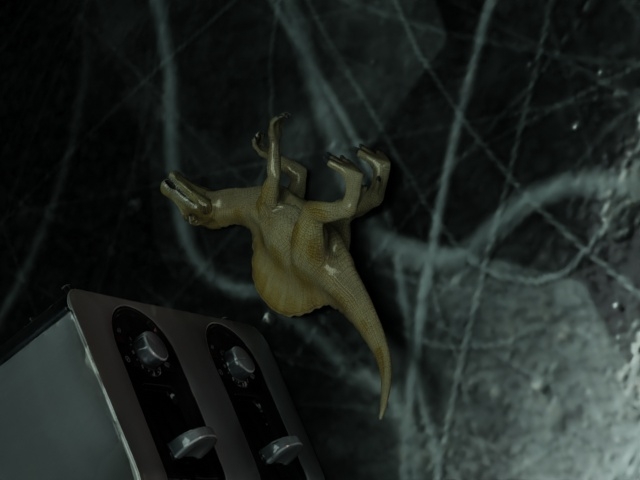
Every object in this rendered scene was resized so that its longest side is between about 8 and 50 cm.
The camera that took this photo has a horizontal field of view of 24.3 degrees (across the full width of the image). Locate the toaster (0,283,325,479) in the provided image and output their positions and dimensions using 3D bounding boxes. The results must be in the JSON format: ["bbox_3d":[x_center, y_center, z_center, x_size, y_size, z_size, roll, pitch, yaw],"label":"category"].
[{"bbox_3d":[-0.110,0.116,0.668,0.185,0.168,0.110,-37,66,16],"label":"toaster"}]

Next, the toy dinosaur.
[{"bbox_3d":[0.000,0.000,0.710,0.183,0.053,0.093,40,115,35],"label":"toy dinosaur"}]
